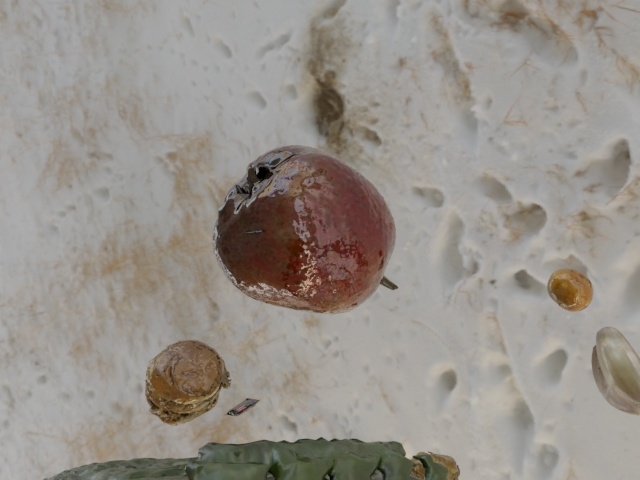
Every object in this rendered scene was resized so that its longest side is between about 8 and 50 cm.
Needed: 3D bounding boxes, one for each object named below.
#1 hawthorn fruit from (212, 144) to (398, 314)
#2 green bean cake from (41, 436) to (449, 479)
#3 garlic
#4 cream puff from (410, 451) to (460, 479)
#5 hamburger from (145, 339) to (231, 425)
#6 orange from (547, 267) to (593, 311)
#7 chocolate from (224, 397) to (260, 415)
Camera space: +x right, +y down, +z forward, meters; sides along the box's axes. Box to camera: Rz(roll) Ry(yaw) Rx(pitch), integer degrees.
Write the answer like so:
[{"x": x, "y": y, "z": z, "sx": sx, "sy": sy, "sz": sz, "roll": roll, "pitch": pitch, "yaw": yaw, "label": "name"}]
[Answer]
[{"x": 0.000, "y": 0.000, "z": 1.114, "sx": 0.285, "sy": 0.369, "sz": 0.284, "roll": -45, "pitch": 29, "yaw": 34, "label": "hawthorn fruit"}, {"x": -0.078, "y": 0.282, "z": 0.569, "sx": 0.319, "sy": 0.335, "sz": 0.217, "roll": -14, "pitch": 65, "yaw": 45, "label": "green bean cake"}, {"x": 0.720, "y": 0.323, "z": 1.545, "sx": 0.227, "sy": 0.110, "sz": 0.217, "roll": -107, "pitch": -9, "yaw": -51, "label": "garlic"}, {"x": 0.275, "y": 0.570, "z": 1.572, "sx": 0.133, "sy": 0.120, "sz": 0.104, "roll": -16, "pitch": 66, "yaw": 50, "label": "cream puff"}, {"x": -0.405, "y": 0.427, "z": 1.964, "sx": 0.211, "sy": 0.261, "sz": 0.245, "roll": 105, "pitch": 175, "yaw": -49, "label": "hamburger"}, {"x": 0.454, "y": 0.088, "z": 1.164, "sx": 0.083, "sy": 0.083, "sz": 0.070, "roll": 48, "pitch": 117, "yaw": 36, "label": "orange"}, {"x": -0.222, "y": 0.477, "z": 1.821, "sx": 0.028, "sy": 0.086, "sz": 0.182, "roll": 62, "pitch": 154, "yaw": 2, "label": "chocolate"}]
